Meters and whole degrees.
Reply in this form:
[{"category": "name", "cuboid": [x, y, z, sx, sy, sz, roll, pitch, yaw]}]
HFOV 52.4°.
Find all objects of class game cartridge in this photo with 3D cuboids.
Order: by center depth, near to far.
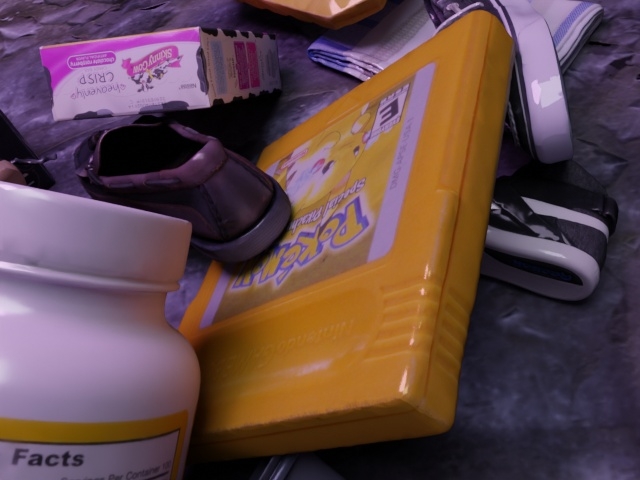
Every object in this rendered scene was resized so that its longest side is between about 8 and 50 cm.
[{"category": "game cartridge", "cuboid": [0.000, 0.000, 0.488, 0.285, 0.052, 0.324, -25, 34, 43]}]

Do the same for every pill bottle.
[{"category": "pill bottle", "cuboid": [-0.175, 0.139, 0.374, 0.187, 0.188, 0.334, 10, 88, 22]}]

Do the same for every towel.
[{"category": "towel", "cuboid": [0.147, -0.235, 0.741, 0.284, 0.034, 0.209, 28, 65, 31]}]

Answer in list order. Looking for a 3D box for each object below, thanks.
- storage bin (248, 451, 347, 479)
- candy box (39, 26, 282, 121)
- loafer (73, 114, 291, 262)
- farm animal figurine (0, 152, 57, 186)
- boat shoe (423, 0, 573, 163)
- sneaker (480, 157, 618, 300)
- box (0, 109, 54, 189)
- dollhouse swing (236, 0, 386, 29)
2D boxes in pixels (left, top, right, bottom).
[{"category": "storage bin", "cuboid": [-0.023, 0.207, 0.433, 0.091, 0.098, 0.135, 34, 66, 3]}, {"category": "candy box", "cuboid": [-0.147, -0.175, 0.673, 0.159, 0.071, 0.233, -3, 16, 13]}, {"category": "loafer", "cuboid": [-0.145, -0.072, 0.568, 0.302, 0.095, 0.109, 22, 66, 45]}, {"category": "farm animal figurine", "cuboid": [-0.311, 0.071, 0.551, 0.326, 0.172, 0.330, -41, 55, -15]}, {"category": "boat shoe", "cuboid": [0.148, -0.170, 0.598, 0.104, 0.113, 0.307, -16, 47, 14]}, {"category": "sneaker", "cuboid": [0.145, -0.035, 0.573, 0.216, 0.079, 0.121, 22, 59, 19]}, {"category": "box", "cuboid": [-0.469, -0.065, 0.713, 0.270, 0.143, 0.165, -41, 57, -16]}, {"category": "dollhouse swing", "cuboid": [0.062, -0.411, 0.854, 0.346, 0.315, 0.305, 26, 103, 30]}]
